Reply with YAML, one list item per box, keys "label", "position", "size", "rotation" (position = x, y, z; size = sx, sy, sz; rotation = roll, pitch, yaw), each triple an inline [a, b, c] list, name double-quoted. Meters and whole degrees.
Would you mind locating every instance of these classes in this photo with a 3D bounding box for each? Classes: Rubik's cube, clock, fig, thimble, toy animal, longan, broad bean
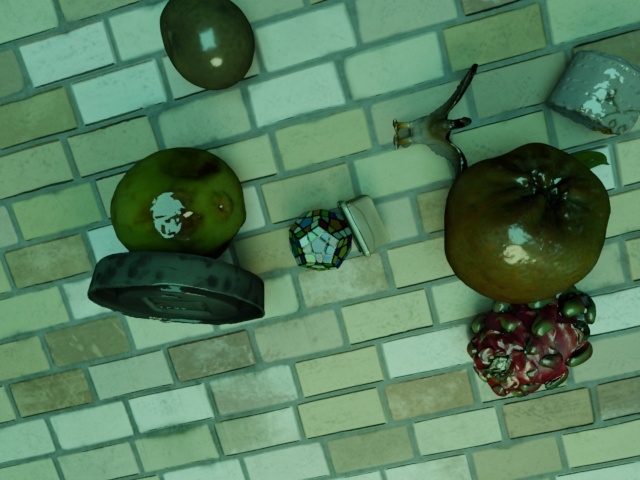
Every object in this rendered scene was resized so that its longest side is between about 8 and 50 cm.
- label: "Rubik's cube"
  position: [0.000, 0.000, 1.042]
  size: [0.133, 0.133, 0.112]
  rotation: [-33, 122, 9]
- label: "clock"
  position: [-0.265, 0.100, 0.986]
  size: [0.326, 0.325, 0.067]
  rotation: [2, 69, 3]
- label: "fig"
  position: [-0.285, -0.062, 1.004]
  size: [0.271, 0.240, 0.239]
  rotation: [7, 103, 34]
- label: "thimble"
  position: [0.512, -0.270, 0.949]
  size: [0.152, 0.127, 0.117]
  rotation: [25, 103, -7]
- label: "toy animal"
  position: [0.213, -0.193, 0.952]
  size: [0.160, 0.197, 0.272]
  rotation: [-2, 96, 15]
- label: "longan"
  position: [-0.208, -0.372, 0.960]
  size: [0.187, 0.167, 0.167]
  rotation: [44, 100, -6]
- label: "broad bean"
  position: [0.414, -0.123, 1.027]
  size: [0.298, 0.043, 0.060]
  rotation: [-11, 90, 7]

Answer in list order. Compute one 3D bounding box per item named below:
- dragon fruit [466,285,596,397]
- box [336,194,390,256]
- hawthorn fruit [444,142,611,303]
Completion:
- label: "dragon fruit"
  position: [0.418, 0.185, 1.009]
  size: [0.273, 0.198, 0.218]
  rotation: [-41, 87, 9]
- label: "box"
  position: [0.087, -0.035, 1.045]
  size: [0.062, 0.089, 0.122]
  rotation: [-27, 98, -3]
- label: "hawthorn fruit"
  position: [0.347, -0.012, 0.930]
  size: [0.268, 0.267, 0.300]
  rotation: [6, 144, 3]
